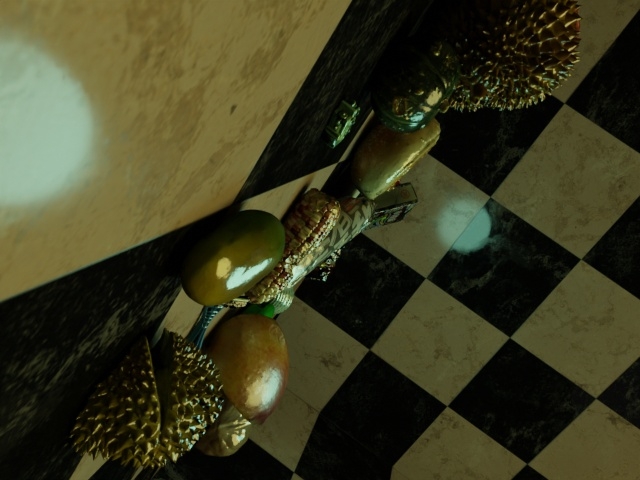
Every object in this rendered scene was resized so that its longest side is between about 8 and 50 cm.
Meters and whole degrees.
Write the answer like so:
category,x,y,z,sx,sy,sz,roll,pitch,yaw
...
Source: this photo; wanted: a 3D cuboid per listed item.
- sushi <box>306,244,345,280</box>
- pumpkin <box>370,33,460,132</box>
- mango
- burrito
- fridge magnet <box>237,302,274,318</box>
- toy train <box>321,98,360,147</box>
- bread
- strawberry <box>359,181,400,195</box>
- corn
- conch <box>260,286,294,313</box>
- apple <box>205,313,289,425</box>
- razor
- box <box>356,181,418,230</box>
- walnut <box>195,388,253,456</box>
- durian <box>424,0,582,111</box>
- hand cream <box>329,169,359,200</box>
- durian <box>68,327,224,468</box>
category,x,y,z,sx,sy,sz,roll,pitch,yaw
sushi,-0.011,0.043,1.554,0.172,0.153,0.150,-166,-88,-73
pumpkin,0.180,-0.293,0.947,0.190,0.146,0.190,-39,150,-28
mango,-0.112,0.022,0.624,0.122,0.085,0.191,-45,172,30
burrito,0.019,-0.022,1.317,0.445,0.101,0.139,-37,145,-36
fridge magnet,-0.207,0.257,1.409,0.208,0.088,0.208,-50,172,-9
toy train,0.035,-0.198,0.834,0.053,0.033,0.083,-48,173,-33
bread,0.197,-0.249,1.404,0.305,0.159,0.305,-47,178,-2
strawberry,0.212,-0.238,1.858,0.184,0.187,0.202,-7,-113,43
corn,-0.064,0.018,1.067,0.290,0.098,0.098,-55,177,9
conch,-0.129,0.155,1.513,0.153,0.102,0.135,117,-9,-75
apple,-0.168,0.323,1.266,0.346,0.179,0.254,65,42,-59
razor,-0.221,0.178,0.916,0.082,0.042,0.253,10,127,-38
box,0.166,-0.101,1.762,0.310,0.084,0.198,-15,166,-12
walnut,-0.282,0.479,1.447,0.273,0.227,0.273,-57,180,0
durian,0.399,-0.444,1.123,0.347,0.347,0.384,119,-4,-61
hand cream,0.105,-0.186,1.560,0.124,0.078,0.341,-7,-146,46
durian,-0.222,0.237,0.687,0.193,0.137,0.237,-53,177,-28
